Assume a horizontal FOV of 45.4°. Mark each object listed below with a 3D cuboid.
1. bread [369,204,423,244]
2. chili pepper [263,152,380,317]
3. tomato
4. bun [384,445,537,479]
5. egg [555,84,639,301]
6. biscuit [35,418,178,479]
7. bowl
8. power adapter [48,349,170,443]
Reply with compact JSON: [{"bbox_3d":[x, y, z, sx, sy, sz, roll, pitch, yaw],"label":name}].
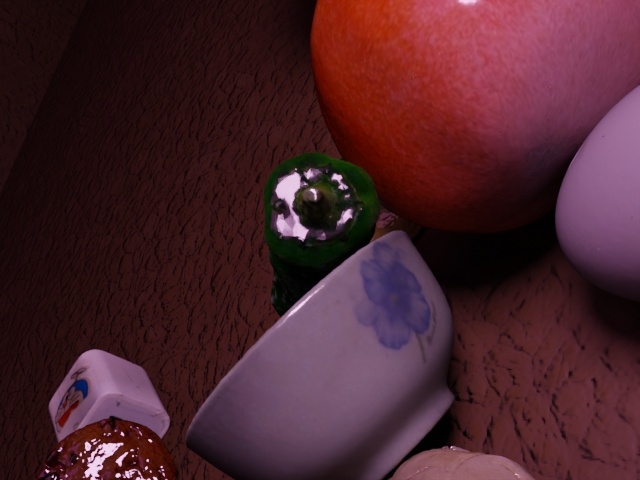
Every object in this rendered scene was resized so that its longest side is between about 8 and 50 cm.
[{"bbox_3d":[0.051,-0.027,0.947,0.187,0.065,0.149,-45,40,15],"label":"bread"},{"bbox_3d":[0.000,0.000,0.721,0.136,0.270,0.099,-38,72,-9],"label":"chili pepper"},{"bbox_3d":[0.165,-0.166,0.702,0.341,0.341,0.273,-44,54,20],"label":"tomato"},{"bbox_3d":[0.103,0.245,0.609,0.167,0.113,0.173,-58,36,-1],"label":"bun"},{"bbox_3d":[0.282,-0.040,0.559,0.232,0.176,0.176,-39,37,36],"label":"egg"},{"bbox_3d":[-0.280,0.325,0.993,0.049,0.191,0.192,99,179,-58],"label":"biscuit"},{"bbox_3d":[0.030,0.141,0.712,0.146,0.289,0.289,44,103,13],"label":"bowl"},{"bbox_3d":[-0.328,0.243,1.150,0.130,0.125,0.205,-57,34,2],"label":"power adapter"}]
